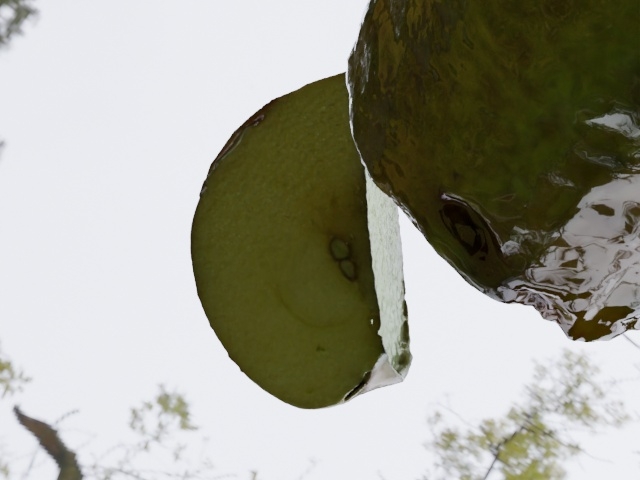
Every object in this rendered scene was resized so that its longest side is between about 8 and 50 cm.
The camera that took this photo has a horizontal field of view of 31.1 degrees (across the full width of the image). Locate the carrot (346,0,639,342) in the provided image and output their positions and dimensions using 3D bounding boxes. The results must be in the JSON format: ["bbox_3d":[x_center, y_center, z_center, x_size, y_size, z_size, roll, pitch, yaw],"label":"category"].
[{"bbox_3d":[0.158,-0.122,0.547,0.341,0.241,0.241,-62,-145,40],"label":"carrot"}]

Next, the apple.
[{"bbox_3d":[0.000,0.000,1.230,0.179,0.254,0.346,-5,-89,53],"label":"apple"}]
